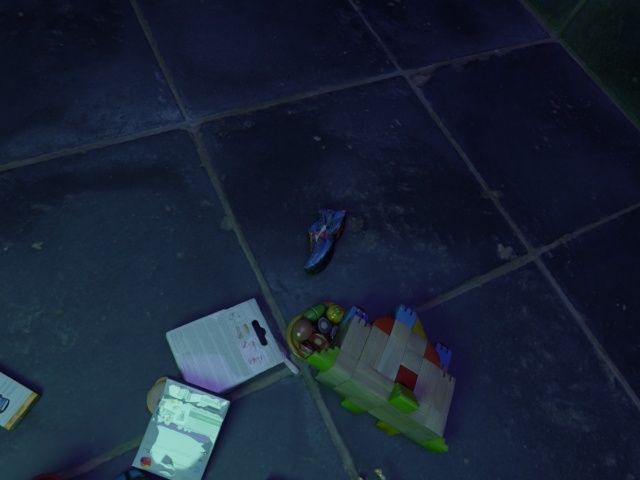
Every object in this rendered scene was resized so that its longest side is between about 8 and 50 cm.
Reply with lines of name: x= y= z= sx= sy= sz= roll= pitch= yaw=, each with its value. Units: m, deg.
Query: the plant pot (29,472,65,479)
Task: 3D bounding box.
plant pot: x=-0.529 y=0.578 z=0.747 sx=0.243 sy=0.275 sz=0.275 roll=-27 pitch=71 yaw=-13

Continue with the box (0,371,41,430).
box: x=-0.677 y=0.329 z=0.961 sx=0.136 sy=0.028 sz=0.081 roll=28 pitch=61 yaw=6

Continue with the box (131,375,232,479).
box: x=-0.289 y=0.402 z=0.963 sx=0.145 sy=0.038 sz=0.186 roll=20 pitch=81 yaw=-1

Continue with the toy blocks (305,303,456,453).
toy blocks: x=0.174 y=0.278 z=1.083 sx=0.381 sy=0.191 sz=0.261 roll=33 pitch=51 yaw=-5

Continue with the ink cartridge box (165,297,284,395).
ink cartridge box: x=-0.226 y=0.260 z=1.082 sx=0.225 sy=0.056 sz=0.181 roll=-20 pitch=68 yaw=-26

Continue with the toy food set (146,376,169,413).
toy food set: x=-0.347 y=0.354 z=1.021 sx=0.083 sy=0.020 sz=0.082 roll=33 pitch=62 yaw=5

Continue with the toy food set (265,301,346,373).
toy food set: x=-0.012 y=0.226 z=1.129 sx=0.218 sy=0.071 sz=0.128 roll=-31 pitch=73 yaw=-24

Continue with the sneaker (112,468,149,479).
sneaker: x=-0.338 y=0.607 z=0.843 sx=0.125 sy=0.139 sz=0.341 roll=-19 pitch=49 yaw=-11

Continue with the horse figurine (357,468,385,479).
horse figurine: x=0.077 y=0.597 z=0.960 sx=0.263 sy=0.066 sz=0.174 roll=-11 pitch=60 yaw=-14

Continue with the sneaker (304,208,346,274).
sneaker: x=0.000 y=0.000 z=1.255 sx=0.087 sy=0.083 sz=0.221 roll=17 pitch=55 yaw=13
